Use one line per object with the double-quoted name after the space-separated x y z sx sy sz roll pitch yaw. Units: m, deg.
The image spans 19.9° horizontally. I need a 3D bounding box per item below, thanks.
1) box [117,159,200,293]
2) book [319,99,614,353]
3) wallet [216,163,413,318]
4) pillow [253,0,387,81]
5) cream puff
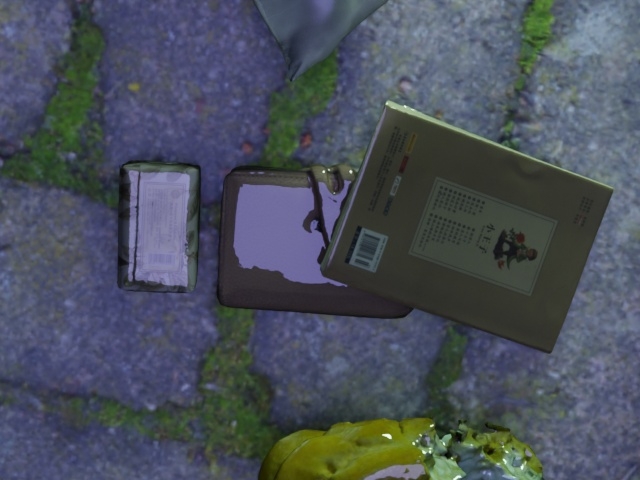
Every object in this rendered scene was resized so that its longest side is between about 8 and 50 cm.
-0.121 -0.010 1.358 0.062 0.045 0.098 4 96 -3 "box"
0.111 -0.008 1.365 0.198 0.016 0.139 20 94 -18 "book"
0.000 0.000 1.371 0.152 0.039 0.118 3 99 -2 "wallet"
-0.044 -0.255 1.313 0.144 0.078 0.254 -39 98 2 "pillow"
0.050 0.220 1.323 0.221 0.194 0.195 17 98 -45 "cream puff"
